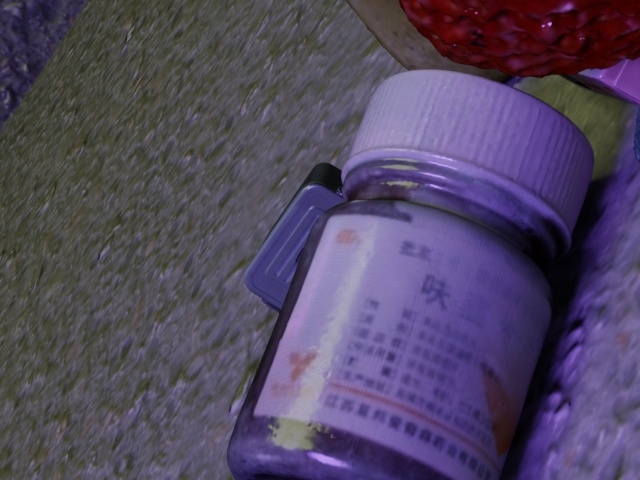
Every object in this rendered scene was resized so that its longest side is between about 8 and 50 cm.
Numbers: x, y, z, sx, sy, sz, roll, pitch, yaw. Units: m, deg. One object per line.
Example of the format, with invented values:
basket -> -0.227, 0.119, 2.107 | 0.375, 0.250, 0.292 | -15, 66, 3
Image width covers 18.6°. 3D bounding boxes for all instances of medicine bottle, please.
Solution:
medicine bottle -> 0.060, 0.045, 1.208 | 0.165, 0.165, 0.273 | -21, 44, 64

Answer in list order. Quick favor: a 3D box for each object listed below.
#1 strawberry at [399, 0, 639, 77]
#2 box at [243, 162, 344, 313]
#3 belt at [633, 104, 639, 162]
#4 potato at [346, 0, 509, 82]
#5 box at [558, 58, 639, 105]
strawberry -> 0.172, -0.248, 1.105 | 0.310, 0.292, 0.292 | -9, 55, 56
box -> 0.000, 0.000, 1.576 | 0.122, 0.084, 0.069 | -54, 10, 24
belt -> 0.242, -0.086, 0.947 | 0.218, 0.128, 0.122 | -33, 33, 54
potato -> 0.121, -0.317, 1.478 | 0.280, 0.213, 0.330 | -44, 27, 46
box -> 0.197, -0.142, 1.287 | 0.089, 0.043, 0.125 | -61, 18, 4
